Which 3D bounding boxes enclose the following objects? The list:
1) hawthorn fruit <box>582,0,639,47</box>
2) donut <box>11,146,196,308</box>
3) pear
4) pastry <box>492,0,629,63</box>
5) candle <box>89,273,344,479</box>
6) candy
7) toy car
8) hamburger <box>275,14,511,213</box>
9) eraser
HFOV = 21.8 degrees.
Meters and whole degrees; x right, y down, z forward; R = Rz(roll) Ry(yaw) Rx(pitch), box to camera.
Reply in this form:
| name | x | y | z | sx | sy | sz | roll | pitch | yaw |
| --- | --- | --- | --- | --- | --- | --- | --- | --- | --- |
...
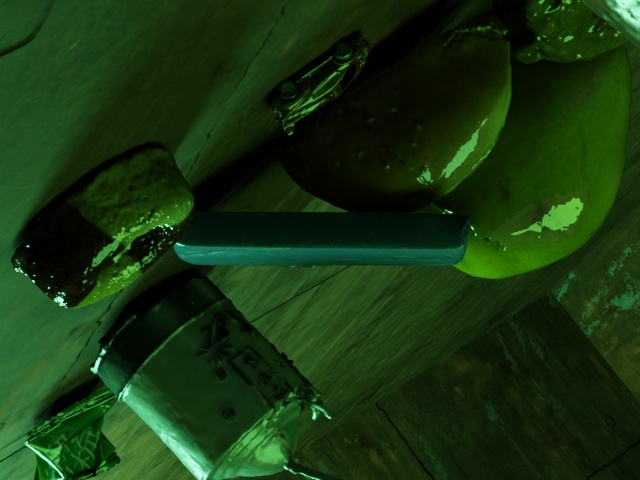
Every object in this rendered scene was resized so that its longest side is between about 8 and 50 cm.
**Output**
| name | x | y | z | sx | sy | sz | roll | pitch | yaw |
| --- | --- | --- | --- | --- | --- | --- | --- | --- | --- |
| hawthorn fruit | 0.362 | -0.324 | 1.286 | 0.403 | 0.403 | 0.403 | -35 | 168 | -9 |
| donut | -0.197 | -0.007 | 1.556 | 0.184 | 0.073 | 0.166 | -37 | 165 | -7 |
| pear | 0.225 | -0.120 | 1.951 | 0.285 | 0.285 | 0.336 | 119 | -11 | -63 |
| pastry | 0.286 | -0.291 | 1.767 | 0.235 | 0.132 | 0.240 | -27 | 158 | -7 |
| candle | -0.108 | 0.199 | 1.993 | 0.187 | 0.330 | 0.187 | -43 | 169 | -10 |
| candy | -0.332 | 0.266 | 2.189 | 0.141 | 0.078 | 0.203 | -43 | 161 | -32 |
| toy car | 0.003 | -0.156 | 1.646 | 0.122 | 0.035 | 0.059 | -35 | 164 | -4 |
| hamburger | 0.099 | -0.117 | 1.765 | 0.283 | 0.156 | 0.144 | -34 | 162 | 19 |
| eraser | 0.000 | 0.000 | 1.775 | 0.312 | 0.042 | 0.144 | 0 | 172 | 1 |
